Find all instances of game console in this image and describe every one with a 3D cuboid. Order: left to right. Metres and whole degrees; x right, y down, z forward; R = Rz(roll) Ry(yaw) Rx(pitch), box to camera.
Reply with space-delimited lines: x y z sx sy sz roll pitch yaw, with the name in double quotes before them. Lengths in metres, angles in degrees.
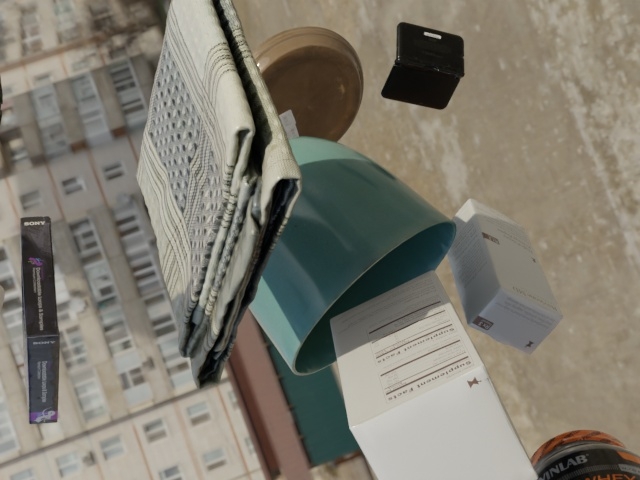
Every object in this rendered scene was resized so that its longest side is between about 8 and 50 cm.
"game console" 0.166 -0.284 1.500 0.071 0.122 0.107 148 127 -63

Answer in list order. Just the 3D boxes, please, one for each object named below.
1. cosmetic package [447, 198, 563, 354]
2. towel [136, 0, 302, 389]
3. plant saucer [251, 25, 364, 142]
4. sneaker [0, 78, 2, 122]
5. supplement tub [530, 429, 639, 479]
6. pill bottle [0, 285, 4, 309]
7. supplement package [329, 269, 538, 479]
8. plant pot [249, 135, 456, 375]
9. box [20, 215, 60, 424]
"cosmetic package" 0.261 0.048 1.350 0.085 0.117 0.231 -55 23 26
"towel" -0.123 -0.065 0.896 0.312 0.056 0.324 -65 37 42
"plant saucer" -0.036 -0.257 1.698 0.041 0.277 0.278 51 161 46
"sneaker" -0.505 -0.116 1.081 0.146 0.343 0.134 24 -145 -55
"supplement tub" 0.349 0.377 1.101 0.316 0.193 0.194 -90 -16 -69
"pill bottle" -0.658 0.084 1.564 0.208 0.118 0.117 26 169 1
"supplement package" 0.104 0.153 0.932 0.139 0.133 0.244 62 -175 -17
"plant pot" 0.000 0.000 1.264 0.235 0.293 0.293 47 165 19
"box" -0.242 0.072 0.793 0.162 0.029 0.116 114 148 -50
